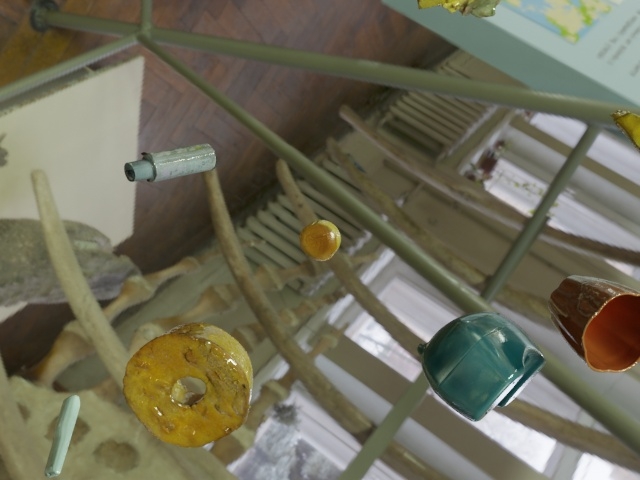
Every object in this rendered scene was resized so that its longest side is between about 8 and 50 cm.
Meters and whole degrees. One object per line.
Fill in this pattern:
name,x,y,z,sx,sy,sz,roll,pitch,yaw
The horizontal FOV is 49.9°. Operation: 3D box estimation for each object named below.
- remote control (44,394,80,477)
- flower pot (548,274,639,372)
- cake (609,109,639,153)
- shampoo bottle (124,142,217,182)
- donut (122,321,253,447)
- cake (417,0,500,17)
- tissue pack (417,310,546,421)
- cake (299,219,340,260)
remote control,-0.538,0.404,1.427,0.061,0.029,0.162,-32,-139,44
flower pot,0.587,0.164,1.465,0.191,0.190,0.173,-58,-157,7
cake,0.564,-0.169,1.111,0.116,0.185,0.079,-34,138,24
shampoo bottle,-0.338,-0.174,1.553,0.214,0.072,0.072,-19,143,-42
donut,-0.261,0.292,1.431,0.278,0.277,0.108,-63,178,24
cake,0.260,-0.578,1.302,0.286,0.222,0.227,55,26,-44
tissue pack,0.352,0.260,1.521,0.287,0.206,0.198,-2,132,-57
cake,0.000,0.000,1.407,0.084,0.084,0.044,-64,171,27
